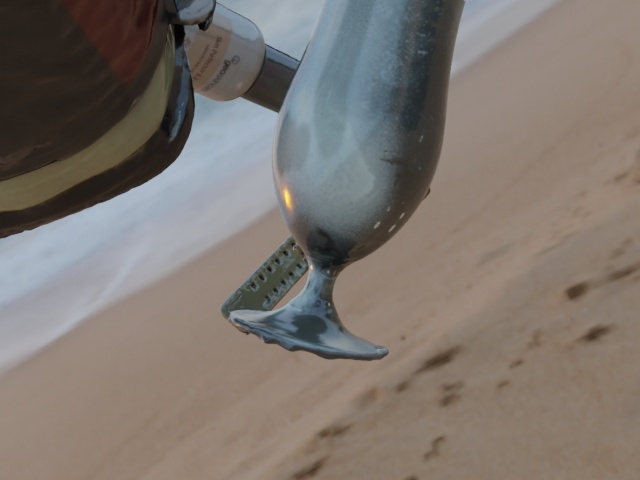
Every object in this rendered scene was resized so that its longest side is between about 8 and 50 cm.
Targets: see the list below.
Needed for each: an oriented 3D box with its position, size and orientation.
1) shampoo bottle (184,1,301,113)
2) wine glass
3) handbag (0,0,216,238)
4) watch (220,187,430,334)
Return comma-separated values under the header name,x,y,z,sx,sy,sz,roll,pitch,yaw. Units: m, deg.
name,x,y,z,sx,sy,sz,roll,pitch,yaw
shampoo bottle,-0.070,-0.144,1.056,0.074,0.192,0.074,-31,48,41
wine glass,0.020,-0.043,0.763,0.103,0.222,0.103,15,4,-1
handbag,-0.144,-0.139,0.551,0.181,0.254,0.181,-19,-28,6
watch,0.006,-0.006,1.464,0.268,0.102,0.165,-46,5,-15
